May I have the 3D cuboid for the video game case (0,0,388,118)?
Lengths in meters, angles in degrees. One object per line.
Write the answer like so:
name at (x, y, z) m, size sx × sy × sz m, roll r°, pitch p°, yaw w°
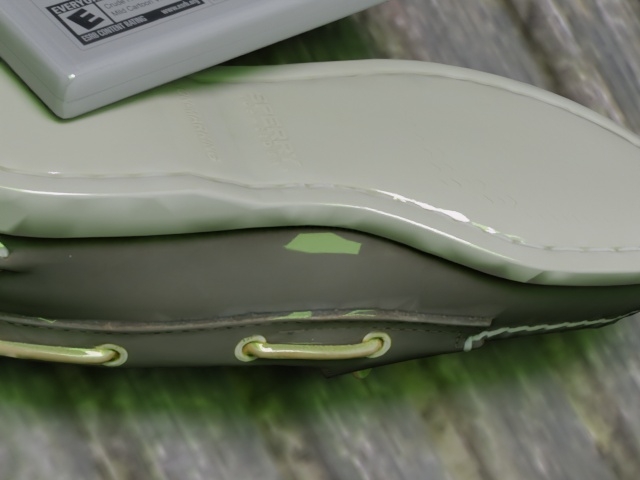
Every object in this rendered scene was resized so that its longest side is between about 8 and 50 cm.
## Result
video game case at (-0.063, -0.127, 0.620) m, size 0.190 × 0.022 × 0.173 m, roll -25°, pitch 56°, yaw -34°

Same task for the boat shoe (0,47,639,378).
boat shoe at (-0.001, -0.003, 0.611) m, size 0.305 × 0.091 × 0.109 m, roll 4°, pitch 40°, yaw -23°
